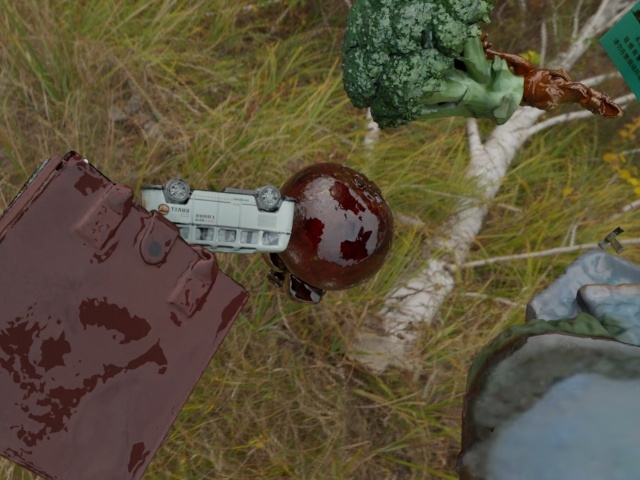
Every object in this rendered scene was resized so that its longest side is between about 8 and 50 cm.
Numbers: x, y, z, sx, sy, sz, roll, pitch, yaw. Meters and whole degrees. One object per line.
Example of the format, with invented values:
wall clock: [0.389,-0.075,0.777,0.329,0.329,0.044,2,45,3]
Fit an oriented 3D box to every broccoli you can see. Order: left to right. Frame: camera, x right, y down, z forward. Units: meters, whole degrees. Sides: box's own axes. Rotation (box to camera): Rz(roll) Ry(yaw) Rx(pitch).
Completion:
broccoli: [0.160,-0.257,0.896,0.270,0.270,0.270,29,58,-9]

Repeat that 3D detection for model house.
model house: [0.315,0.183,0.776,0.297,0.361,0.339,-2,23,14]

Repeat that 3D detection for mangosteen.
mangosteen: [0.000,0.000,1.057,0.215,0.257,0.215,31,28,-18]

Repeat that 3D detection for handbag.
handbag: [-0.236,0.086,0.645,0.260,0.084,0.276,43,66,-26]

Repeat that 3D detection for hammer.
hammer: [0.620,0.005,1.352,0.017,0.062,0.182,44,18,6]

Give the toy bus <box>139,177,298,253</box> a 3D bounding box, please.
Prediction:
toy bus: [-0.129,-0.029,0.810,0.193,0.087,0.089,4,90,-16]

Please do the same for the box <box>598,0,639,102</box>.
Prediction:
box: [0.620,-0.374,1.134,0.042,0.226,0.161,-10,67,-31]

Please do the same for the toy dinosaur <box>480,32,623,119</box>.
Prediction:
toy dinosaur: [0.355,-0.298,1.208,0.208,0.432,0.097,19,99,-32]
